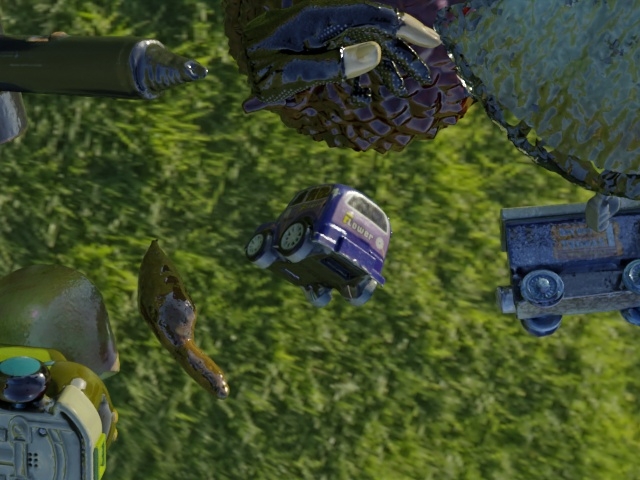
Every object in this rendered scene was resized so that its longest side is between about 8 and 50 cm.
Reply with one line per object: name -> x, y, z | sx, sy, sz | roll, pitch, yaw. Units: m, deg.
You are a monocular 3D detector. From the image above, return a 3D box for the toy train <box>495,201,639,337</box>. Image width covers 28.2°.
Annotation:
toy train -> 0.429, 0.039, 2.058 | 0.131, 0.299, 0.202 | 78, 9, -56

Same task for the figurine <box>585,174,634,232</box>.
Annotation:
figurine -> 0.508, -0.155, 1.820 | 0.285, 0.167, 0.343 | 6, 104, -62

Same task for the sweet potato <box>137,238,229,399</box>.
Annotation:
sweet potato -> -0.198, 0.107, 1.709 | 0.074, 0.269, 0.075 | -22, 151, -13

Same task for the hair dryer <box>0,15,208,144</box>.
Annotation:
hair dryer -> -0.240, -0.173, 1.115 | 0.107, 0.352, 0.189 | -39, 126, -48

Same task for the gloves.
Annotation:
gloves -> 0.023, -0.188, 1.205 | 0.180, 0.129, 0.106 | -13, 77, 8

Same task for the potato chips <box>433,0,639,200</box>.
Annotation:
potato chips -> 0.176, -0.135, 0.686 | 0.029, 0.202, 0.220 | 4, 116, -62

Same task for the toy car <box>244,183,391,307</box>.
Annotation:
toy car -> 0.000, 0.000, 2.051 | 0.172, 0.235, 0.158 | 36, 64, -31

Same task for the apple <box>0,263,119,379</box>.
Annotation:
apple -> -0.415, 0.138, 1.772 | 0.120, 0.265, 0.193 | -14, 83, -59

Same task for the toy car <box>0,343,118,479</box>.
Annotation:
toy car -> -0.342, 0.189, 1.385 | 0.247, 0.198, 0.204 | 6, 113, 5

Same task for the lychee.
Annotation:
lychee -> 0.056, -0.315, 1.719 | 0.500, 0.424, 0.425 | -53, 122, -28
